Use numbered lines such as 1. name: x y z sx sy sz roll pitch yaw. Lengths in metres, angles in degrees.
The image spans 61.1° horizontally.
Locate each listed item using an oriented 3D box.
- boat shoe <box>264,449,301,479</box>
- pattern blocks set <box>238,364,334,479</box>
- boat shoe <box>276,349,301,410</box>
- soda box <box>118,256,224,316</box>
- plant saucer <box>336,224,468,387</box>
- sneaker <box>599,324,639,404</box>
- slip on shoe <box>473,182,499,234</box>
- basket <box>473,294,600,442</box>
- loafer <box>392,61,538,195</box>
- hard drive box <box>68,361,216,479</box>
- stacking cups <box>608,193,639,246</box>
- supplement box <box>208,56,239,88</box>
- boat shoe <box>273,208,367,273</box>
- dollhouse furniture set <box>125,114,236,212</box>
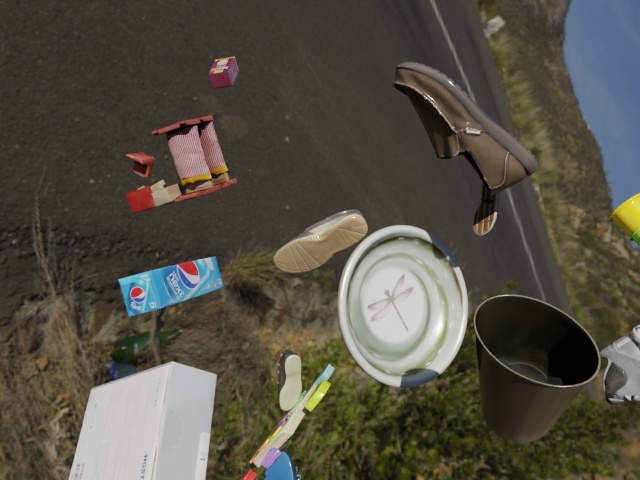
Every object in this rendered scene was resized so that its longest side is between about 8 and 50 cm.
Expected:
1. boat shoe: -0.104 0.727 1.538 0.089 0.109 0.258 22 65 -69
2. pattern blocks set: -0.075 0.400 1.175 0.026 0.285 0.325 41 17 4
3. boat shoe: -0.068 0.297 1.157 0.049 0.042 0.133 -3 106 -28
4. soda box: -0.263 0.079 0.988 0.210 0.071 0.067 -16 91 -70
5. plant saucer: 0.196 0.165 1.380 0.400 0.100 0.400 4 82 -28
6. sneaker: 0.541 0.257 0.873 0.086 0.132 0.228 -9 63 -48
7. slip on shoe: 0.392 -0.079 1.270 0.041 0.051 0.135 -1 99 -55
8. basket: 0.353 0.236 0.936 0.154 0.204 0.227 -33 136 -24
9. loafer: 0.281 -0.232 1.143 0.366 0.130 0.134 42 11 7
10. hard drive box: -0.275 0.303 0.830 0.089 0.232 0.181 31 49 -40
11. stacking cups: 0.770 0.044 1.177 0.316 0.096 0.096 61 14 27
12. supplement box: -0.244 -0.425 1.374 0.083 0.055 0.043 -85 165 -46
13. boat shoe: 0.000 0.000 1.524 0.103 0.285 0.092 55 16 -21
14. dollhouse furniture set: -0.440 -0.200 1.529 0.152 0.374 0.201 -36 110 -58
